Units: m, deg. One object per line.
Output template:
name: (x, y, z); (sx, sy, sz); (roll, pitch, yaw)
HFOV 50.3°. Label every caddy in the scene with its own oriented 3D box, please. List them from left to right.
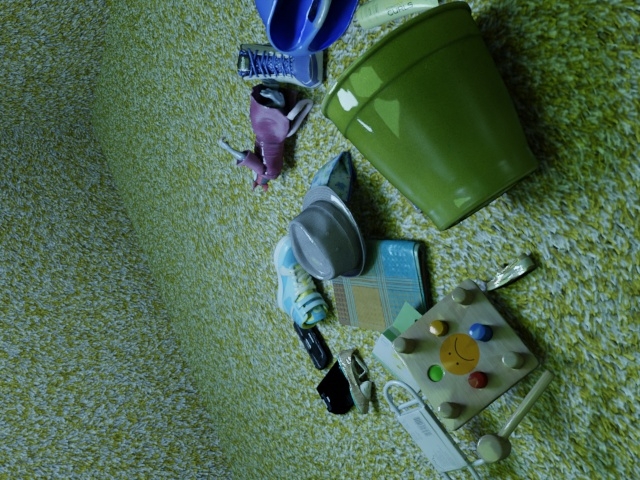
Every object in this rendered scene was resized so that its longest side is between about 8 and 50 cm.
caddy: (-0.022, -0.624, 1.718); (0.179, 0.241, 0.341); (65, 148, 29)

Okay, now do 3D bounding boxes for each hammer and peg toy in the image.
hammer and peg toy: (0.353, 0.292, 1.523); (0.266, 0.127, 0.361); (-44, 59, 14)

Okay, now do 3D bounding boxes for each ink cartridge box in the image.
ink cartridge box: (0.236, 0.288, 1.789); (0.171, 0.056, 0.235); (42, 147, 18)

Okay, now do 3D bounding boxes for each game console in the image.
game console: (0.012, 0.395, 2.265); (0.361, 0.044, 0.213); (59, 143, 24)

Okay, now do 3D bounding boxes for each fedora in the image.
fedora: (0.000, 0.000, 1.867); (0.244, 0.124, 0.275); (-16, 103, 56)

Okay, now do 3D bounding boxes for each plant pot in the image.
plant pot: (0.248, -0.223, 1.391); (0.353, 0.366, 0.366); (57, 146, 8)

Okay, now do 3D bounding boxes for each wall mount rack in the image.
wall mount rack: (0.286, 0.483, 1.748); (0.350, 0.130, 0.304); (53, 142, 2)

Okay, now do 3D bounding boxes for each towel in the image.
towel: (0.160, 0.127, 1.888); (0.370, 0.040, 0.271); (2, 104, 51)

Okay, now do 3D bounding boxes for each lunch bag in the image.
lunch bag: (0.034, -0.169, 1.953); (0.129, 0.096, 0.151); (-25, 52, 58)

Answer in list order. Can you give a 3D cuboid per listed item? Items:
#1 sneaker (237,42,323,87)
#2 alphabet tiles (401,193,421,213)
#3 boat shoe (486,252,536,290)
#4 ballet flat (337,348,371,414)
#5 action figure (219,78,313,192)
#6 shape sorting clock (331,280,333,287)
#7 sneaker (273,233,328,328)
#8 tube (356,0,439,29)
sneaker: (-0.139, -0.511, 1.998); (0.315, 0.182, 0.127); (30, 128, 49)
alphabet tiles: (0.229, -0.174, 1.667); (0.237, 0.009, 0.198); (52, 151, 15)
boat shoe: (0.413, 0.070, 1.496); (0.135, 0.050, 0.045); (-40, 65, 45)
ballet flat: (0.116, 0.427, 2.089); (0.067, 0.073, 0.206); (-29, 77, 20)
action figure: (-0.146, -0.312, 2.138); (0.276, 0.248, 0.370); (20, 122, 22)
shape sorting clock: (0.089, 0.127, 2.034); (0.206, 0.040, 0.206); (29, 126, 50)
sneaker: (-0.049, 0.143, 2.184); (0.208, 0.127, 0.319); (42, 145, 44)
tube: (0.181, -0.559, 1.596); (0.070, 0.062, 0.240); (43, 154, -28)
